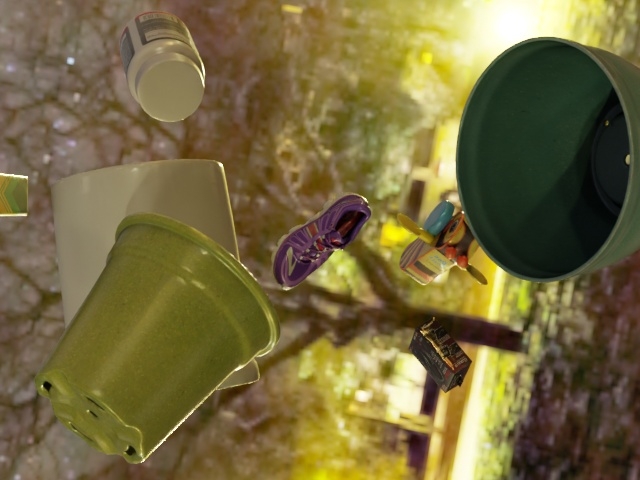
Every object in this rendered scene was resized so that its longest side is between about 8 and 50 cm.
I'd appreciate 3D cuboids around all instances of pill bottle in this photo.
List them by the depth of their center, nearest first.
[{"bbox_3d":[-0.331,-0.364,2.538,0.283,0.161,0.161,-115,30,-58],"label":"pill bottle"}]

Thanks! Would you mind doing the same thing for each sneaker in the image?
[{"bbox_3d":[0.000,0.000,1.665,0.170,0.068,0.071,-46,22,-1],"label":"sneaker"}]

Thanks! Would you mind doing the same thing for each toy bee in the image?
[{"bbox_3d":[0.223,-0.003,2.127,0.162,0.195,0.298,-65,-6,-46],"label":"toy bee"}]

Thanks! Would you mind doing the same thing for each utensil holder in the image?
[{"bbox_3d":[-0.294,0.075,2.092,0.327,0.327,0.386,49,-148,-86],"label":"utensil holder"}]

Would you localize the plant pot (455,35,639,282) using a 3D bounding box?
[{"bbox_3d":[0.336,-0.100,1.494,0.293,0.196,0.293,7,98,54],"label":"plant pot"}]

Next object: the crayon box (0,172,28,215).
[{"bbox_3d":[-0.656,-0.082,2.145,0.318,0.202,0.081,-102,12,-88],"label":"crayon box"}]

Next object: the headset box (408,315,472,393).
[{"bbox_3d":[0.149,0.144,1.488,0.032,0.083,0.062,-30,-22,-21],"label":"headset box"}]

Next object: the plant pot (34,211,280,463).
[{"bbox_3d":[-0.236,0.148,1.625,0.254,0.276,0.276,-53,-17,-29],"label":"plant pot"}]
